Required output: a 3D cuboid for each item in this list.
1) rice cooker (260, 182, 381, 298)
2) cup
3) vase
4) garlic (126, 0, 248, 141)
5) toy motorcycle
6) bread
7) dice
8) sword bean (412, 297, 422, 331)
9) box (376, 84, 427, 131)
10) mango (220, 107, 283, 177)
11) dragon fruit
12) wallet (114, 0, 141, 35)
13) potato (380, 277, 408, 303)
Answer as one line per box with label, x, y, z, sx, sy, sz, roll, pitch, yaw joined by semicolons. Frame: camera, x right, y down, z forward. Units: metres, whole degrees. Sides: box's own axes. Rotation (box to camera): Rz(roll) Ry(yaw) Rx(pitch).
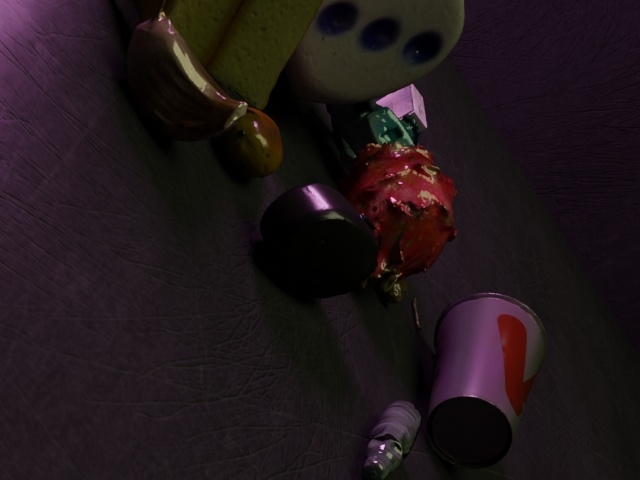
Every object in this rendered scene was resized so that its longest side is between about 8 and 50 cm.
rice cooker;0.001;0.001;1.767;0.203;0.142;0.118;40;15;-55
cup;0.260;0.235;2.060;0.203;0.203;0.288;56;25;-13
vase;0.092;0.277;1.717;0.060;0.060;0.211;59;19;-4
garlic;-0.184;-0.217;1.614;0.090;0.129;0.198;-30;93;-56
toy motorcycle;0.095;-0.166;2.249;0.260;0.154;0.206;60;-18;2
bread;-0.054;-0.406;1.712;0.233;0.362;0.244;27;37;-43
dice;0.045;-0.415;2.113;0.277;0.304;0.304;77;-11;-45
sword bean;0.168;0.129;2.223;0.012;0.012;0.083;48;22;-33
box;0.139;-0.237;2.511;0.051;0.129;0.130;50;21;-26
mango;-0.095;-0.144;1.832;0.103;0.076;0.161;53;15;-8
dragon fruit;0.120;-0.031;2.045;0.210;0.205;0.268;20;54;-6
wallet;-0.213;-0.337;1.830;0.221;0.071;0.262;62;25;3
potato;0.123;0.076;2.131;0.092;0.045;0.046;-47;142;-69
